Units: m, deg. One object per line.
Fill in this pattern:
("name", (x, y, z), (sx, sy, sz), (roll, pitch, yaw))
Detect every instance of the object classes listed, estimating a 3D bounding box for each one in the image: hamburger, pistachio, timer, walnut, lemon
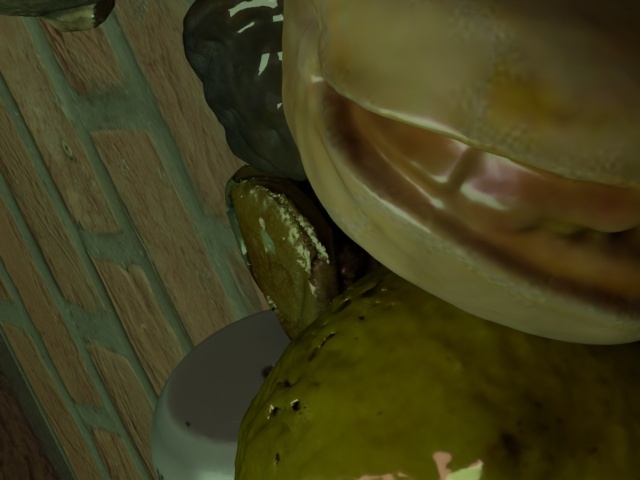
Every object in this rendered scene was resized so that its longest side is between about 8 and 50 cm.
("hamburger", (0.000, 0.000, 1.439), (0.177, 0.113, 0.185), (66, 164, -16))
("pistachio", (0.108, -0.075, 0.946), (0.309, 0.230, 0.230), (27, 148, 11))
("timer", (-0.005, 0.221, 1.514), (0.285, 0.285, 0.285), (45, 153, 31))
("walnut", (0.009, -0.143, 1.140), (0.224, 0.224, 0.224), (45, 153, 31))
("lemon", (0.111, 0.176, 1.117), (0.350, 0.350, 0.387), (55, 173, 13))

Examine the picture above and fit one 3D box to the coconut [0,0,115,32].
("coconut", (-0.234, -0.323, 1.198), (0.404, 0.404, 0.404), (45, 153, 31))
